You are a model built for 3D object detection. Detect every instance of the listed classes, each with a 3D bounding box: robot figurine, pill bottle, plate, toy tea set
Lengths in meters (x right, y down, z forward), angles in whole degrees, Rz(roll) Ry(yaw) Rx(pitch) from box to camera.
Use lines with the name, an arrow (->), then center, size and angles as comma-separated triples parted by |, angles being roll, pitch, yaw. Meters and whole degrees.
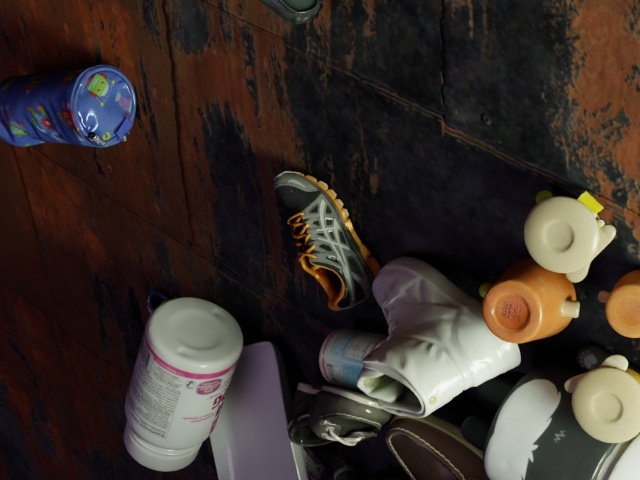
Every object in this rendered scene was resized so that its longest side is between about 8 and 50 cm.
robot figurine -> 0.309, 0.255, 1.576 | 0.278, 0.173, 0.209 | 28, 144, 34
pill bottle -> -0.236, 0.245, 2.196 | 0.160, 0.160, 0.283 | 39, 132, 21
plate -> -0.108, 0.311, 2.208 | 0.278, 0.045, 0.277 | -15, 86, 56
toy tea set -> 0.334, 0.101, 1.480 | 0.336, 0.124, 0.200 | 47, 119, 14
pill bottle -> 0.079, 0.175, 1.864 | 0.160, 0.087, 0.087 | 8, 128, 48

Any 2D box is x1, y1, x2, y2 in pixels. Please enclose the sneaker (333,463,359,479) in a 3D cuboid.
sneaker -> 0.055, 0.438, 2.163 | 0.058, 0.052, 0.135 | -97, -16, -73

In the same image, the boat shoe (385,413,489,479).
boat shoe -> 0.204, 0.372, 1.766 | 0.342, 0.123, 0.123 | 45, 145, 11

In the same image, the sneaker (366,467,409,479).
sneaker -> 0.100, 0.405, 2.091 | 0.084, 0.058, 0.152 | 47, 144, -3

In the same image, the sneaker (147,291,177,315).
sneaker -> -0.250, 0.133, 2.277 | 0.144, 0.053, 0.059 | 22, 135, 38

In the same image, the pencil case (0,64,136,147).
pencil case -> -0.405, -0.205, 2.076 | 0.306, 0.119, 0.133 | 5, 136, 50

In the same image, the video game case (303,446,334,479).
video game case -> -0.043, 0.431, 2.318 | 0.232, 0.042, 0.210 | 44, 146, 13

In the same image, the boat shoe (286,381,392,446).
boat shoe -> 0.025, 0.267, 1.931 | 0.112, 0.095, 0.335 | 17, 171, -12

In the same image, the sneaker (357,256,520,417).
sneaker -> 0.100, 0.120, 1.657 | 0.292, 0.169, 0.108 | 32, 147, 60

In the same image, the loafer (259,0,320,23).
loafer -> -0.070, -0.356, 1.538 | 0.223, 0.076, 0.078 | 58, 156, -2

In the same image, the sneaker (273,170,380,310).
sneaker -> 0.000, 0.000, 1.797 | 0.215, 0.083, 0.084 | 54, 150, 0
